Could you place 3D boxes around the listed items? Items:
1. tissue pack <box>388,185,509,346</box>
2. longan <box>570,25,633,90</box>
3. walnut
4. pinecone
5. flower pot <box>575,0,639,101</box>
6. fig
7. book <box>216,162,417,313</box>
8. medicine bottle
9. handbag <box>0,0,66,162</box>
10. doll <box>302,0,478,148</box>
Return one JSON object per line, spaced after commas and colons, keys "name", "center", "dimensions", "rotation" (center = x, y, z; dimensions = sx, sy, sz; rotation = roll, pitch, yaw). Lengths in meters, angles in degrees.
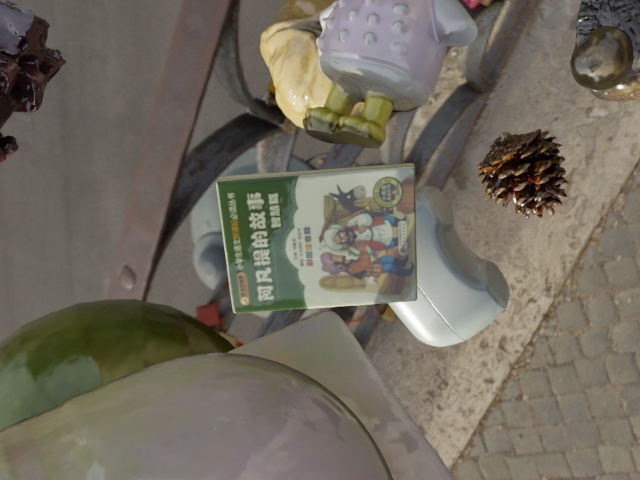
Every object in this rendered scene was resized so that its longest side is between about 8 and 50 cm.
{"name": "tissue pack", "center": [0.233, 0.066, 1.544], "dimensions": [0.236, 0.229, 0.333], "rotation": [-37, 90, 21]}
{"name": "longan", "center": [0.484, -0.316, 1.216], "dimensions": [0.113, 0.092, 0.113], "rotation": [8, 119, 15]}
{"name": "walnut", "center": [0.038, -0.429, 1.661], "dimensions": [0.383, 0.383, 0.383], "rotation": [9, 109, 28]}
{"name": "pinecone", "center": [0.369, -0.118, 1.264], "dimensions": [0.173, 0.173, 0.173], "rotation": [9, 109, 28]}
{"name": "flower pot", "center": [0.651, -0.391, 1.290], "dimensions": [0.267, 0.266, 0.266], "rotation": [10, 110, 44]}
{"name": "fig", "center": [-0.200, 0.197, 0.670], "dimensions": [0.316, 0.316, 0.316], "rotation": [9, 109, 28]}
{"name": "book", "center": [0.000, 0.000, 0.969], "dimensions": [0.264, 0.027, 0.202], "rotation": [-4, 114, 1]}
{"name": "medicine bottle", "center": [-0.103, 0.201, 0.404], "dimensions": [0.236, 0.406, 0.235], "rotation": [46, 149, 39]}
{"name": "handbag", "center": [-0.326, -0.108, 0.532], "dimensions": [0.216, 0.074, 0.203], "rotation": [25, 71, 16]}
{"name": "doll", "center": [0.052, -0.158, 0.458], "dimensions": [0.129, 0.081, 0.207], "rotation": [20, 90, 43]}
